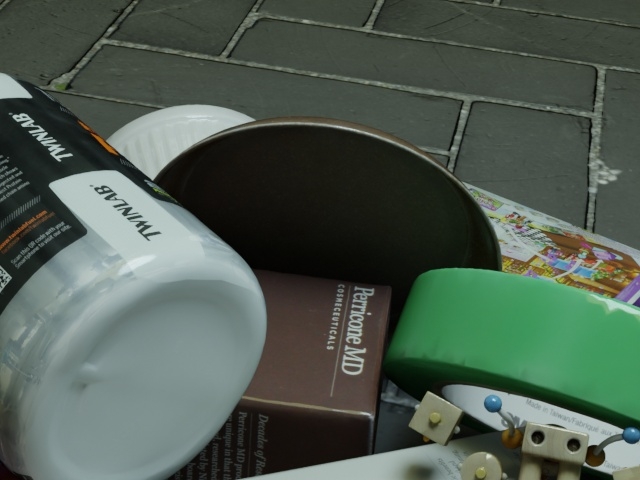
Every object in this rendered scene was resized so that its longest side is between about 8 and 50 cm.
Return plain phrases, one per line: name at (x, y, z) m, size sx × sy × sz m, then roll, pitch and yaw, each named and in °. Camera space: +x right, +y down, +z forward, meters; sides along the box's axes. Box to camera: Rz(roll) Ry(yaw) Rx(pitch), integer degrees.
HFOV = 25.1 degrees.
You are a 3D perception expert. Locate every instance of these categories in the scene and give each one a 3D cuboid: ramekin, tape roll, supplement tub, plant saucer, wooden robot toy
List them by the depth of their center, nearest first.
wooden robot toy at (0.146, 0.150, 0.972) m, size 0.173 × 0.076 × 0.079 m, roll 12°, pitch -5°, yaw 10°
supplement tub at (-0.212, 0.013, 1.022) m, size 0.207 × 0.207 × 0.338 m, roll -20°, pitch 44°, yaw -35°
tape roll at (0.209, 0.118, 1.089) m, size 0.321 × 0.321 × 0.077 m, roll 17°, pitch 76°, yaw 19°
plant saucer at (0.000, 0.000, 1.228) m, size 0.311 × 0.310 × 0.050 m, roll 7°, pitch 48°, yaw 3°
ramekin at (-0.118, -0.013, 1.343) m, size 0.207 × 0.207 × 0.109 m, roll -3°, pitch 39°, yaw -13°

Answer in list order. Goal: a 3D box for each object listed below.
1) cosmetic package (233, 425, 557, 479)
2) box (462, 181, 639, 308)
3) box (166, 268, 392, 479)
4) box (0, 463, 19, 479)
cosmetic package at (0.014, 0.260, 0.951) m, size 0.365 × 0.155 × 0.197 m, roll -7°, pitch 34°, yaw -19°
box at (0.176, 0.033, 1.445) m, size 0.293 × 0.057 × 0.201 m, roll 24°, pitch 35°, yaw 28°
box at (-0.139, 0.116, 1.187) m, size 0.381 × 0.143 × 0.191 m, roll 8°, pitch 31°, yaw 2°
box at (-0.263, 0.236, 0.976) m, size 0.123 × 0.128 × 0.257 m, roll 7°, pitch 32°, yaw 3°
